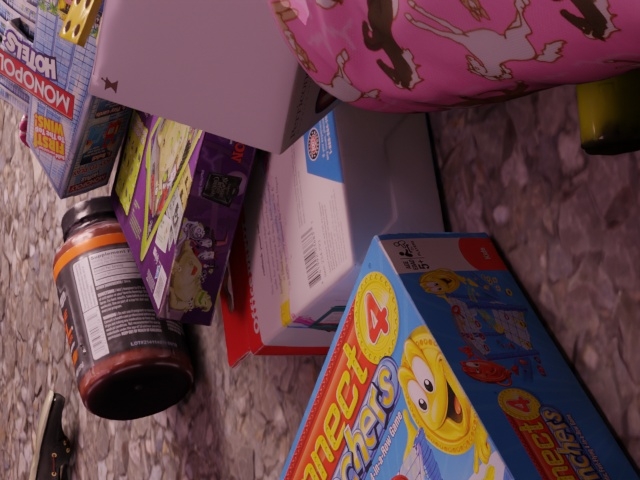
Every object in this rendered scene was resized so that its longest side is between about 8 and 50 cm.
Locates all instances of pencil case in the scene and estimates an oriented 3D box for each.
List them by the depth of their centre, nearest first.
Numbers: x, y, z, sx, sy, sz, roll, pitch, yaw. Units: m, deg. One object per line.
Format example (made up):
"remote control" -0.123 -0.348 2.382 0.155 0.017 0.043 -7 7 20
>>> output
"pencil case" 0.112 -0.159 0.904 0.386 0.160 0.167 -12 81 63

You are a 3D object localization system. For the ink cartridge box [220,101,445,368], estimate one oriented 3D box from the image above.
"ink cartridge box" 0.000 0.000 1.346 0.231 0.078 0.134 139 128 -57

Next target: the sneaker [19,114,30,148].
"sneaker" -0.213 -0.196 1.751 0.252 0.103 0.111 -51 29 37

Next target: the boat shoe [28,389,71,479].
"boat shoe" -0.284 0.218 1.971 0.049 0.042 0.133 -98 19 -65

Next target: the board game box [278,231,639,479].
"board game box" 0.080 0.206 1.179 0.302 0.086 0.308 61 142 43

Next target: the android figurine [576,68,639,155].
"android figurine" 0.171 -0.192 1.021 0.248 0.056 0.273 -23 69 62

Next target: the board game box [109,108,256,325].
"board game box" -0.110 -0.082 1.495 0.347 0.056 0.208 -126 45 -70

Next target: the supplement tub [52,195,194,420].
"supplement tub" -0.185 0.057 1.695 0.106 0.106 0.198 -59 40 47

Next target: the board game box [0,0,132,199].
"board game box" -0.232 -0.147 1.643 0.194 0.060 0.194 31 125 34

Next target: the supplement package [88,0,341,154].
"supplement package" -0.033 -0.167 1.209 0.244 0.133 0.139 -47 -28 -62

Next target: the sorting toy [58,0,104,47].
"sorting toy" -0.117 -0.215 1.448 0.274 0.046 0.132 -15 60 55
